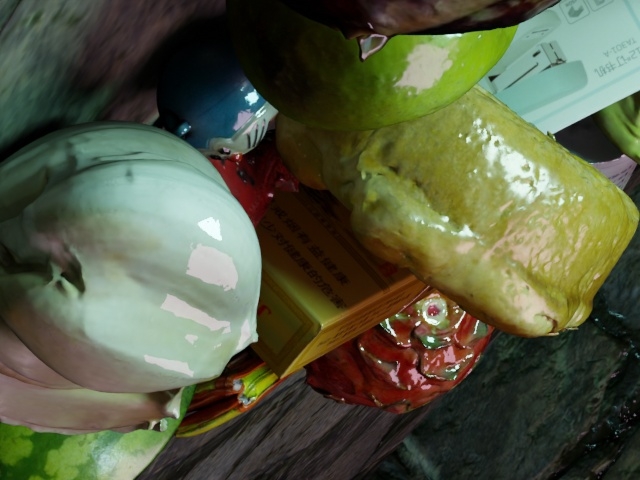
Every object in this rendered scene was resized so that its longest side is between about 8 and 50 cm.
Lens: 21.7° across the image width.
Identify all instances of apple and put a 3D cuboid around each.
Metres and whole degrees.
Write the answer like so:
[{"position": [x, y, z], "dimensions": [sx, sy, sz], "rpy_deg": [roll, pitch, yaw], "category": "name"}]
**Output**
[{"position": [0.031, -0.162, 1.048], "dimensions": [0.196, 0.196, 0.157], "rpy_deg": [-34, 130, -37], "category": "apple"}]

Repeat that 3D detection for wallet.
[{"position": [-0.060, 0.142, 1.940], "dimensions": [0.241, 0.067, 0.141], "rpy_deg": [-29, -176, -43], "category": "wallet"}]

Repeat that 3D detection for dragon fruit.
[{"position": [0.075, 0.071, 1.816], "dimensions": [0.241, 0.241, 0.252], "rpy_deg": [-30, 167, -45], "category": "dragon fruit"}, {"position": [-0.095, -0.056, 1.319], "dimensions": [0.092, 0.122, 0.192], "rpy_deg": [-4, -165, 33], "category": "dragon fruit"}]

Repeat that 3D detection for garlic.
[{"position": [-0.156, 0.018, 1.112], "dimensions": [0.203, 0.184, 0.281], "rpy_deg": [11, 161, -23], "category": "garlic"}]

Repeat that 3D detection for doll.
[{"position": [-0.058, -0.112, 1.169], "dimensions": [0.114, 0.085, 0.152], "rpy_deg": [-29, -167, 48], "category": "doll"}]

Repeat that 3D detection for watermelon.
[{"position": [-0.236, 0.145, 1.479], "dimensions": [0.303, 0.159, 0.128], "rpy_deg": [-43, 129, -6], "category": "watermelon"}]

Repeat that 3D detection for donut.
[{"position": [0.111, -0.051, 1.376], "dimensions": [0.150, 0.299, 0.317], "rpy_deg": [-55, 158, 10], "category": "donut"}]

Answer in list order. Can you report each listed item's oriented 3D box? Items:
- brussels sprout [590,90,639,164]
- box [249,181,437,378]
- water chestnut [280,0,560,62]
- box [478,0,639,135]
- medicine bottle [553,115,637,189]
[{"position": [0.397, -0.219, 1.626], "dimensions": [0.344, 0.344, 0.268], "rpy_deg": [-38, -162, -22], "category": "brussels sprout"}, {"position": [0.000, 0.000, 1.489], "dimensions": [0.076, 0.174, 0.274], "rpy_deg": [-50, 165, 33], "category": "box"}, {"position": [0.059, -0.243, 0.795], "dimensions": [0.300, 0.300, 0.300], "rpy_deg": [-41, 167, -11], "category": "water chestnut"}, {"position": [0.227, -0.182, 1.506], "dimensions": [0.269, 0.135, 0.079], "rpy_deg": [-27, -174, 23], "category": "box"}, {"position": [0.264, -0.110, 1.901], "dimensions": [0.190, 0.190, 0.332], "rpy_deg": [-40, 167, -16], "category": "medicine bottle"}]
